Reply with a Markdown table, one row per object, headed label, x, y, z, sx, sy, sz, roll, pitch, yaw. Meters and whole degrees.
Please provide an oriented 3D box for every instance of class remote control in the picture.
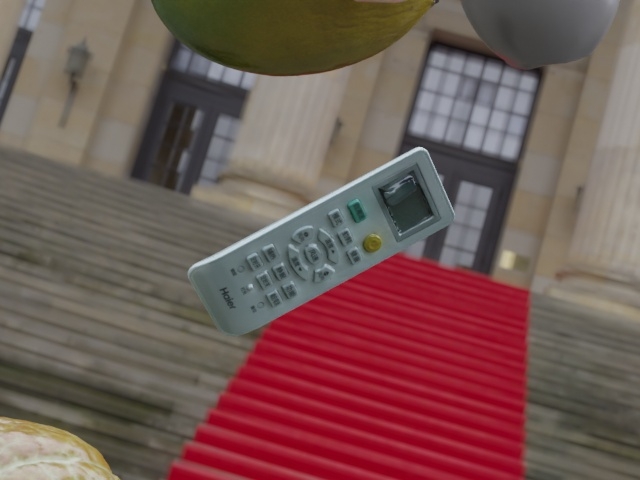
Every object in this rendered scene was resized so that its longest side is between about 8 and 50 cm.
| label | x | y | z | sx | sy | sz | roll | pitch | yaw |
| --- | --- | --- | --- | --- | --- | --- | --- | --- | --- |
| remote control | 0.001 | 0.000 | 1.426 | 0.103 | 0.293 | 0.051 | 64 | -1 | -29 |

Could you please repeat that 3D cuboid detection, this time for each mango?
| label | x | y | z | sx | sy | sz | roll | pitch | yaw |
| --- | --- | --- | --- | --- | --- | --- | --- | --- | --- |
| mango | -0.018 | -0.206 | 1.101 | 0.238 | 0.137 | 0.091 | -20 | 10 | 8 |

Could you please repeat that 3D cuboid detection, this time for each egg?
| label | x | y | z | sx | sy | sz | roll | pitch | yaw |
| --- | --- | --- | --- | --- | --- | --- | --- | --- | --- |
| egg | 0.228 | -0.301 | 1.378 | 0.176 | 0.231 | 0.176 | -17 | 7 | 2 |

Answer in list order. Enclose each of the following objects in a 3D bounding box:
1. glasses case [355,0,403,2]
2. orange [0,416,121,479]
| label | x | y | z | sx | sy | sz | roll | pitch | yaw |
| --- | --- | --- | --- | --- | --- | --- | --- | --- | --- |
| glasses case | 0.018 | -0.260 | 0.618 | 0.070 | 0.131 | 0.313 | 5 | -30 | 7 |
| orange | -0.316 | 0.342 | 1.398 | 0.249 | 0.329 | 0.329 | -25 | 11 | -28 |
